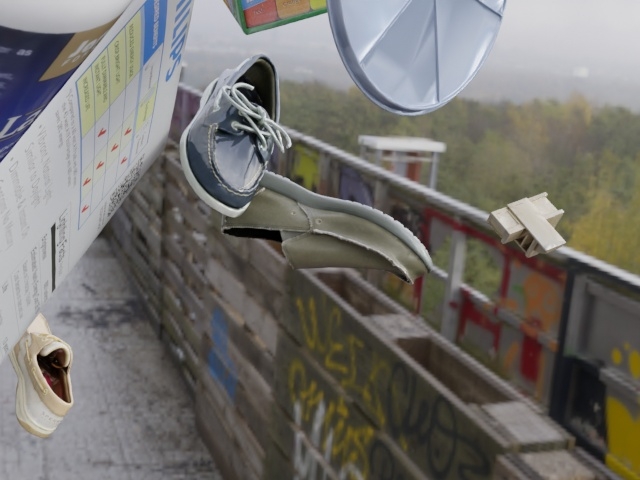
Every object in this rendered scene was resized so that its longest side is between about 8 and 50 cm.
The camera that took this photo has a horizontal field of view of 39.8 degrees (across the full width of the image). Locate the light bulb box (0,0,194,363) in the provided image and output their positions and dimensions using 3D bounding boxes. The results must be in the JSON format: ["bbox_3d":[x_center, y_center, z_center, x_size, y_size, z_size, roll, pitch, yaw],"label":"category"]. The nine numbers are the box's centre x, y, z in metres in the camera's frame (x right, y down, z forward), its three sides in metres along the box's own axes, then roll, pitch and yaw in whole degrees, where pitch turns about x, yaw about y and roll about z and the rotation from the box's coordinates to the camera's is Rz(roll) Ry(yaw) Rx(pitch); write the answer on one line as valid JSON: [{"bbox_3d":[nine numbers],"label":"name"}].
[{"bbox_3d":[-0.296,-0.088,0.716,0.225,0.361,0.358,31,-28,-1],"label":"light bulb box"}]

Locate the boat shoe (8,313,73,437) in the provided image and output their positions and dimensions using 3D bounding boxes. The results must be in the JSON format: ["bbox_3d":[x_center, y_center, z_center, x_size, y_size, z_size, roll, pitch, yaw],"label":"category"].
[{"bbox_3d":[-0.298,0.134,0.965,0.063,0.059,0.170,39,17,-45],"label":"boat shoe"}]

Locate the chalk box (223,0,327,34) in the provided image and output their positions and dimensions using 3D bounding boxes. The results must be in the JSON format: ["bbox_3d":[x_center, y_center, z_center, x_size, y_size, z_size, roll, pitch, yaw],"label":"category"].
[{"bbox_3d":[-0.030,-0.272,0.762,0.132,0.132,0.213,-17,41,-10],"label":"chalk box"}]

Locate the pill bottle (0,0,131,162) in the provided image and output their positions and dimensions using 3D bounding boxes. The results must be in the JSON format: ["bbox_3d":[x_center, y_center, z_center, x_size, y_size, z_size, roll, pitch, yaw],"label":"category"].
[{"bbox_3d":[-0.170,-0.125,0.391,0.264,0.153,0.153,-35,-15,38],"label":"pill bottle"}]

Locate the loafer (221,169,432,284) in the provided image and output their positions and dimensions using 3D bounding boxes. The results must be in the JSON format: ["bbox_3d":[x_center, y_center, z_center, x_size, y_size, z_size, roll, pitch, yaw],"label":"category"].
[{"bbox_3d":[0.000,0.000,0.965,0.251,0.087,0.094,21,-14,19],"label":"loafer"}]

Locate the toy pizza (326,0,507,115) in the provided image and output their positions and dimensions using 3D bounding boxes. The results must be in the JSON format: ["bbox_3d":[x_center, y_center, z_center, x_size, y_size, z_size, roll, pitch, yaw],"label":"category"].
[{"bbox_3d":[0.067,-0.188,0.611,0.032,0.201,0.201,18,19,41],"label":"toy pizza"}]

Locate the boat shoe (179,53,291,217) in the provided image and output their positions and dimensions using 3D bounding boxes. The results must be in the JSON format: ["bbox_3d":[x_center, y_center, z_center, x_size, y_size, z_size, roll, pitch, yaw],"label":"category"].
[{"bbox_3d":[-0.082,-0.120,0.941,0.095,0.079,0.254,40,28,-20],"label":"boat shoe"}]

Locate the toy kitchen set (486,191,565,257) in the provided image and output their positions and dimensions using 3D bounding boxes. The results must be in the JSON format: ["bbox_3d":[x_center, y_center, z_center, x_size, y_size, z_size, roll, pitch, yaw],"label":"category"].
[{"bbox_3d":[0.227,0.004,0.976,0.083,0.075,0.068,-19,57,-29],"label":"toy kitchen set"}]
